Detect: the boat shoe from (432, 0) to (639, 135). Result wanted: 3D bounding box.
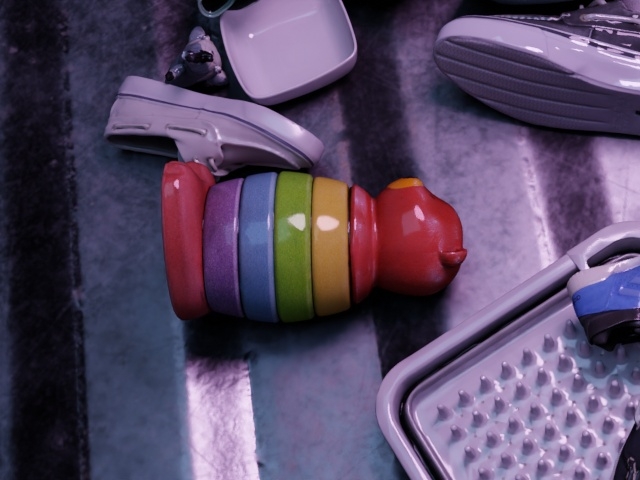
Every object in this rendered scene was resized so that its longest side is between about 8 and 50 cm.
[{"bbox_3d":[0.288,-0.186,1.252,0.335,0.121,0.119,15,63,9],"label":"boat shoe"}]

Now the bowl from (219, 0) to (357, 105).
[{"bbox_3d":[-0.033,-0.222,1.372,0.142,0.053,0.142,-22,63,4],"label":"bowl"}]

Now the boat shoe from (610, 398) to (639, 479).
[{"bbox_3d":[0.314,0.157,1.018,0.114,0.091,0.302,15,73,20],"label":"boat shoe"}]

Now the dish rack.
[{"bbox_3d":[0.248,0.170,1.120,0.333,0.072,0.285,-33,64,-1],"label":"dish rack"}]

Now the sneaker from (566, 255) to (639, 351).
[{"bbox_3d":[0.304,0.051,1.082,0.152,0.058,0.084,-19,58,12],"label":"sneaker"}]

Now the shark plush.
[{"bbox_3d":[-0.141,-0.187,1.342,0.067,0.161,0.073,-27,107,-4],"label":"shark plush"}]

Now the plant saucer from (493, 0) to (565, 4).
[{"bbox_3d":[0.243,-0.275,1.281,0.195,0.195,0.037,-4,106,13],"label":"plant saucer"}]

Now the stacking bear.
[{"bbox_3d":[0.000,0.000,1.215,0.289,0.175,0.164,-1,94,4],"label":"stacking bear"}]

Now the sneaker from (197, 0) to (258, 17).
[{"bbox_3d":[-0.137,-0.335,1.395,0.256,0.094,0.151,13,74,47],"label":"sneaker"}]

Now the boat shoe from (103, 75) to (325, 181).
[{"bbox_3d":[-0.124,-0.109,1.326,0.268,0.096,0.088,18,77,22],"label":"boat shoe"}]
